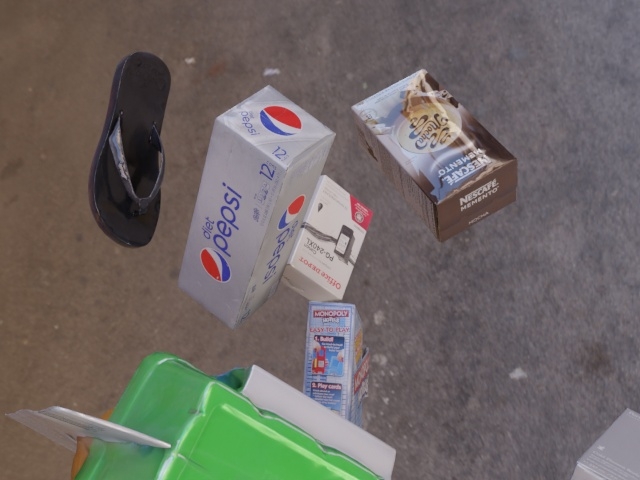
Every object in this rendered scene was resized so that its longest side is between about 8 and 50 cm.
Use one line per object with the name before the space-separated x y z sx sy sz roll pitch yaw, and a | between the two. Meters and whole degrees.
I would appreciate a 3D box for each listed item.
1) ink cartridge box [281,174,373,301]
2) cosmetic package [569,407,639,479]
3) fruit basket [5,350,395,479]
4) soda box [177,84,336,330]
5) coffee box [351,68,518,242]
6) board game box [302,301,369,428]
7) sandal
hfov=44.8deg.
ink cartridge box | 0.000 0.000 1.120 0.063 0.109 0.150 -8 54 49
cosmetic package | 0.450 0.345 1.124 0.127 0.238 0.107 25 116 30
fruit basket | -0.088 0.203 0.633 0.165 0.327 0.353 -62 16 -19
soda box | -0.080 -0.027 0.879 0.098 0.286 0.091 37 48 14
coffee box | 0.205 -0.161 1.420 0.168 0.119 0.297 -29 53 -8
board game box | 0.024 0.163 0.960 0.060 0.194 0.194 2 97 13
sandal | -0.238 -0.117 0.994 0.054 0.097 0.255 3 89 48
